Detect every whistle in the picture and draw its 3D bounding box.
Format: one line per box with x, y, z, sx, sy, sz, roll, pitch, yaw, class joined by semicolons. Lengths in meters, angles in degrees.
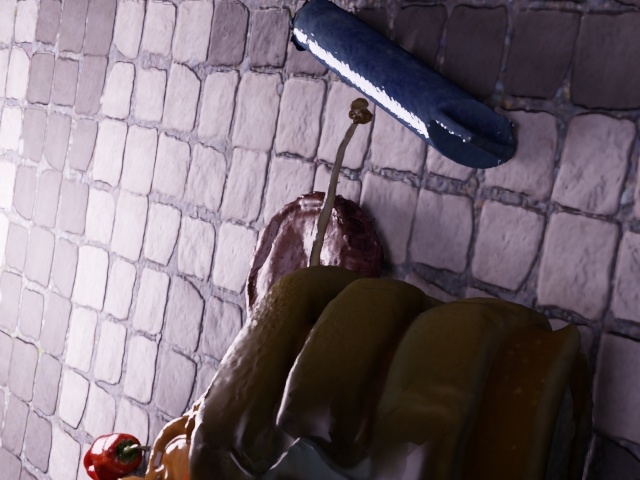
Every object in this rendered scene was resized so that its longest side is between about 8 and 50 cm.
0.069;-0.148;1.220;0.304;0.062;0.062;43;119;46;whistle

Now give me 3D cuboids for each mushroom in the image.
0.001;0.001;1.248;0.026;0.028;0.286;17;88;9;mushroom

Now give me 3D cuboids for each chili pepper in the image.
-0.257;0.265;1.606;0.191;0.050;0.059;-31;78;55;chili pepper

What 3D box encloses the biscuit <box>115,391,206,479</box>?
-0.085;0.333;1.319;0.455;0.078;0.350;-46;62;34;biscuit

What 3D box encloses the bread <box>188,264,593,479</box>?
0.031;0.170;1.061;0.341;0.210;0.300;17;92;38;bread

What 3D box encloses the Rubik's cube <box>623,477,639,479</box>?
0.229;0.298;0.789;0.237;0.237;0.238;48;129;48;Rubik's cube

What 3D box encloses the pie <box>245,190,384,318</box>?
-0.009;0.040;1.297;0.182;0.049;0.182;-22;59;43;pie
